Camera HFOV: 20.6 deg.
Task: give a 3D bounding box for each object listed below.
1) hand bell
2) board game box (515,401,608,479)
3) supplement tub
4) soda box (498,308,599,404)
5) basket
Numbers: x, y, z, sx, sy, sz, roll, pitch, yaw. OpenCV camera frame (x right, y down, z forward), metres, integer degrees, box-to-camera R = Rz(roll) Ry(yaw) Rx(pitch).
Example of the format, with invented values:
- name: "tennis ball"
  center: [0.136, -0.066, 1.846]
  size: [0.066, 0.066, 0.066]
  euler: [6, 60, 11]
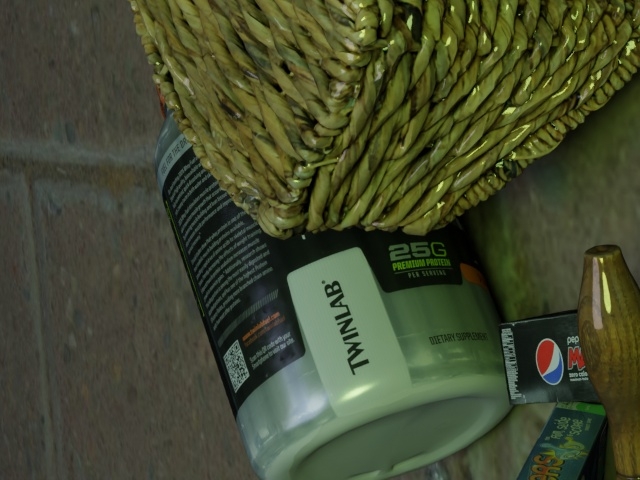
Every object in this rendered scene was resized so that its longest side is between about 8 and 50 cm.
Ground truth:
- name: "hand bell"
  center: [0.169, 0.119, 0.944]
  size: [0.126, 0.126, 0.242]
  euler: [18, 124, 61]
- name: "board game box"
  center: [0.134, 0.193, 1.042]
  size: [0.035, 0.201, 0.136]
  euler: [7, 108, 17]
- name: "supplement tub"
  center: [0.000, 0.000, 1.224]
  size: [0.193, 0.193, 0.316]
  euler: [-55, 50, 54]
- name: "soda box"
  center: [0.176, 0.065, 1.041]
  size: [0.169, 0.060, 0.053]
  euler: [-13, 87, 62]
- name: "basket"
  center: [0.030, -0.150, 1.084]
  size: [0.299, 0.223, 0.213]
  euler: [60, 143, 34]
